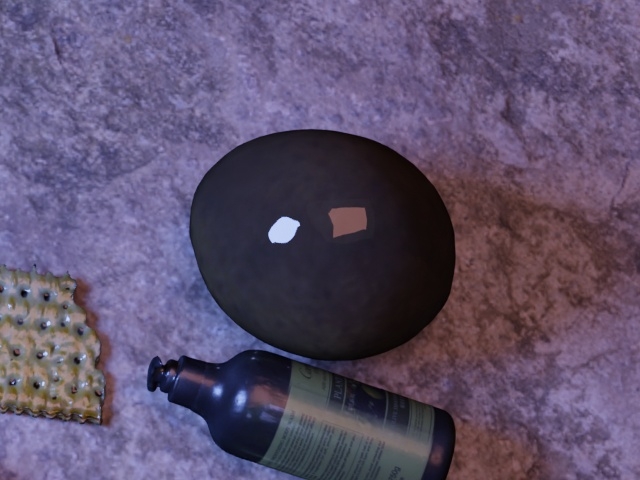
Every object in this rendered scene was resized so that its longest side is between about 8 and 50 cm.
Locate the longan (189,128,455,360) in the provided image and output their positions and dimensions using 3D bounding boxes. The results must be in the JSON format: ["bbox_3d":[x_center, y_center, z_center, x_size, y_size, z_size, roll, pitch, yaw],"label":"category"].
[{"bbox_3d":[0.000,0.000,1.715,0.246,0.246,0.215,39,76,-1],"label":"longan"}]

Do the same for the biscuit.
[{"bbox_3d":[-0.290,0.086,1.694,0.203,0.016,0.144,8,69,-14],"label":"biscuit"}]

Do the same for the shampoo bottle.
[{"bbox_3d":[-0.023,0.160,1.705,0.284,0.101,0.101,19,66,-10],"label":"shampoo bottle"}]
